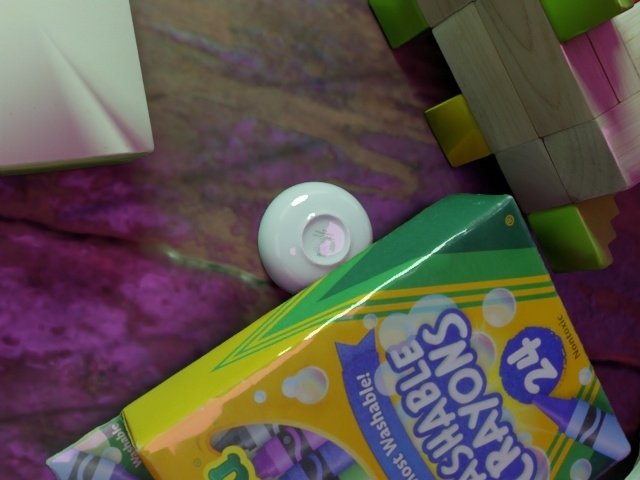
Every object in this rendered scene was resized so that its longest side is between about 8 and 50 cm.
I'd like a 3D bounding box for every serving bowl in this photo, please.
[{"bbox_3d":[0.000,0.000,0.553,0.083,0.027,0.083,0,88,-16],"label":"serving bowl"}]

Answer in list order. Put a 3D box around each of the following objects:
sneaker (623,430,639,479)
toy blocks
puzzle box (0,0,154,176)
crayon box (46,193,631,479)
[{"bbox_3d":[0.255,0.214,0.568,0.110,0.122,0.283,35,79,-11],"label":"sneaker"},{"bbox_3d":[0.195,-0.208,0.560,0.261,0.190,0.381,-31,97,-27],"label":"toy blocks"},{"bbox_3d":[-0.303,-0.156,0.402,0.409,0.052,0.272,-9,91,-33],"label":"puzzle box"},{"bbox_3d":[0.023,0.137,0.514,0.323,0.083,0.203,-33,104,-14],"label":"crayon box"}]
